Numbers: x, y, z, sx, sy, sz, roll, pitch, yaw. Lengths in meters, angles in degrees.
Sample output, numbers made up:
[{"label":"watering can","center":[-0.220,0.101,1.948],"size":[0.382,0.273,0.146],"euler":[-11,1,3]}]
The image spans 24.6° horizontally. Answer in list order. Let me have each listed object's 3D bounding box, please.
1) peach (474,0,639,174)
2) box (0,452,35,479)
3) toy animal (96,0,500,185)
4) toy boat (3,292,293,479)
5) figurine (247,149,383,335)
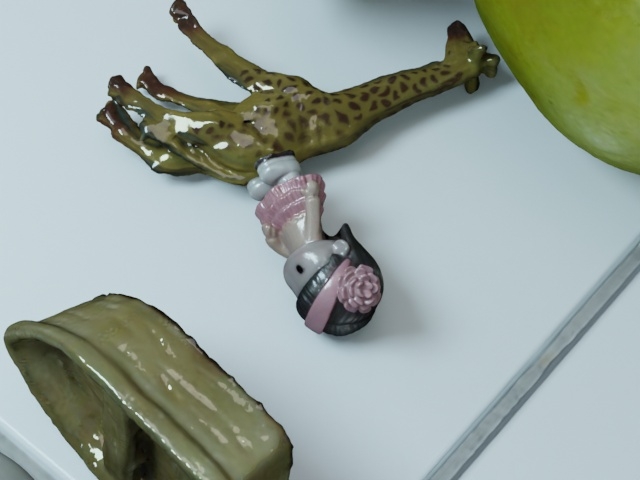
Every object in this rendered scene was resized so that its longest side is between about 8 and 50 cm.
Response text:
[{"label":"peach","center":[0.232,-0.192,0.937],"size":[0.315,0.281,0.314],"euler":[54,37,11]},{"label":"box","center":[-0.296,0.209,0.655],"size":[0.349,0.141,0.288],"euler":[-13,18,5]},{"label":"toy animal","center":[-0.014,-0.098,1.005],"size":[0.276,0.054,0.149],"euler":[1,53,1]},{"label":"toy boat","center":[-0.098,0.098,0.830],"size":[0.188,0.116,0.061],"euler":[40,59,21]},{"label":"figurine","center":[0.000,0.000,0.923],"size":[0.054,0.072,0.129],"euler":[-6,58,-32]}]
